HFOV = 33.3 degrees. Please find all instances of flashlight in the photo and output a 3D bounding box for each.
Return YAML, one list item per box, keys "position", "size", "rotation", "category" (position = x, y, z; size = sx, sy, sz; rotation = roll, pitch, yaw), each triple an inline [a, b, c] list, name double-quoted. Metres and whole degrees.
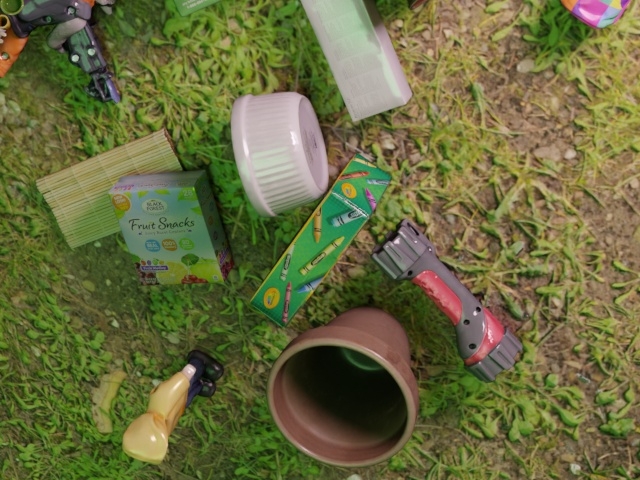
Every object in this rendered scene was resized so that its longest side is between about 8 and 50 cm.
- position: [0.213, 0.110, 1.852]
  size: [0.304, 0.103, 0.103]
  rotation: [44, 116, -8]
  category: "flashlight"

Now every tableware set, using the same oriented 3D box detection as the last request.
- position: [-0.555, -0.378, 1.703]
  size: [0.154, 0.024, 0.104]
  rotation: [27, 85, 3]
  category: "tableware set"

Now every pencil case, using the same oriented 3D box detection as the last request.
- position: [0.440, -0.412, 1.516]
  size: [0.104, 0.104, 0.236]
  rotation: [36, 123, -1]
  category: "pencil case"

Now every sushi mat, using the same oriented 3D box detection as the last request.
- position: [-0.384, -0.093, 2.001]
  size: [0.316, 0.019, 0.151]
  rotation: [-18, 110, 26]
  category: "sushi mat"

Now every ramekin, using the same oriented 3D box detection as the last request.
- position: [-0.061, -0.147, 1.762]
  size: [0.109, 0.207, 0.207]
  rotation: [-12, 111, 14]
  category: "ramekin"

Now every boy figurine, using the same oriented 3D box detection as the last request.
- position: [-0.278, 0.313, 2.015]
  size: [0.092, 0.285, 0.177]
  rotation: [28, 118, 4]
  category: "boy figurine"

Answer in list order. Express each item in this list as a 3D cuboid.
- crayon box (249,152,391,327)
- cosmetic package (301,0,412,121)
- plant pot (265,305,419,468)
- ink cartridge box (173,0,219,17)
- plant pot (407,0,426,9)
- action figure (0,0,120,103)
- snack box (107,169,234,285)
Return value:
- position: [0.000, 0.000, 1.831]
  size: [0.081, 0.165, 0.278]
  rotation: [36, 121, -2]
  category: "crayon box"
- position: [0.055, -0.319, 1.713]
  size: [0.098, 0.060, 0.239]
  rotation: [-16, 109, 23]
  category: "cosmetic package"
- position: [0.062, 0.229, 1.888]
  size: [0.263, 0.229, 0.263]
  rotation: [8, 118, 15]
  category: "plant pot"
- position: [-0.178, -0.519, 1.659]
  size: [0.201, 0.117, 0.278]
  rotation: [-18, 108, 25]
  category: "ink cartridge box"
- position: [0.150, -0.455, 1.565]
  size: [0.167, 0.167, 0.165]
  rotation: [-35, 92, 30]
  category: "plant pot"
- position: [-0.468, -0.345, 1.794]
  size: [0.330, 0.178, 0.341]
  rotation: [-30, 110, 2]
  category: "action figure"
- position: [-0.270, -0.020, 1.954]
  size: [0.174, 0.070, 0.207]
  rotation: [-4, 121, 19]
  category: "snack box"
